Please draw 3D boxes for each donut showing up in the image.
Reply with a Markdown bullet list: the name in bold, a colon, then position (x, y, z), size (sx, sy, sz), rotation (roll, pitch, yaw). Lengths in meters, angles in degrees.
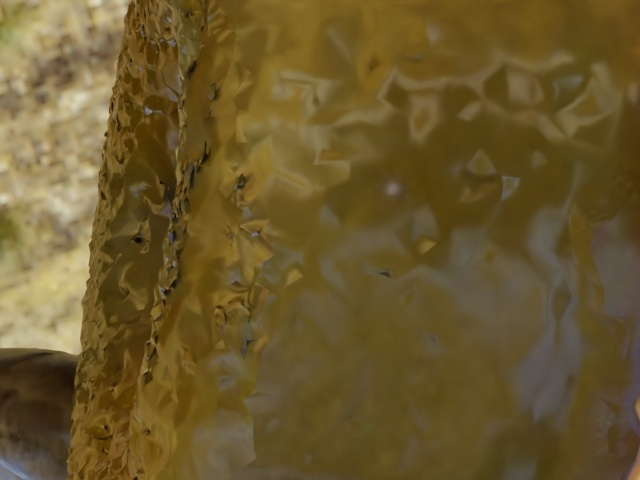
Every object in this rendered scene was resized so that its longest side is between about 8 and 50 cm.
- **donut**: position (0.001, 0.000, 0.506), size (0.108, 0.277, 0.277), rotation (7, 153, -10)

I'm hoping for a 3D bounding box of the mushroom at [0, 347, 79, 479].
- **mushroom**: position (-0.052, 0.126, 0.661), size (0.072, 0.210, 0.094), rotation (-27, -167, -33)
